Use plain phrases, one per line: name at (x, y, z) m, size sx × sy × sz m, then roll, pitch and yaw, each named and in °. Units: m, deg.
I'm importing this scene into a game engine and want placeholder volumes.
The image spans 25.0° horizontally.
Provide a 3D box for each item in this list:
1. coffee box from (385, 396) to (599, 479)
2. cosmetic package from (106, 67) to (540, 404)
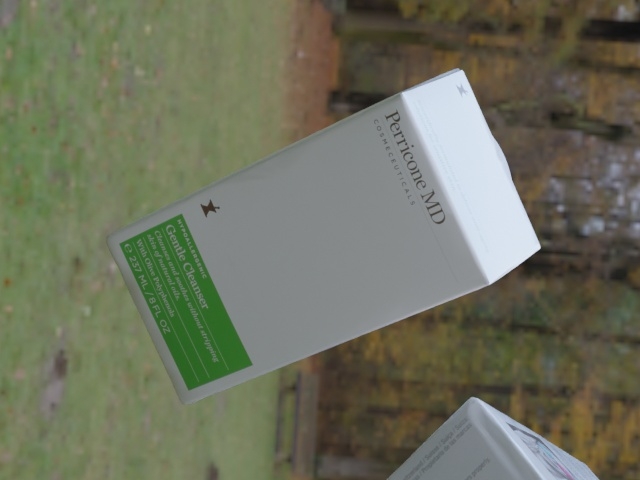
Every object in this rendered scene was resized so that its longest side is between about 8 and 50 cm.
coffee box at (0.186, 0.412, 1.356) m, size 0.338 × 0.337 × 0.334 m, roll 49°, pitch 9°, yaw 33°
cosmetic package at (0.000, 0.000, 1.400) m, size 0.155 × 0.366 × 0.197 m, roll -27°, pitch 92°, yaw -59°
